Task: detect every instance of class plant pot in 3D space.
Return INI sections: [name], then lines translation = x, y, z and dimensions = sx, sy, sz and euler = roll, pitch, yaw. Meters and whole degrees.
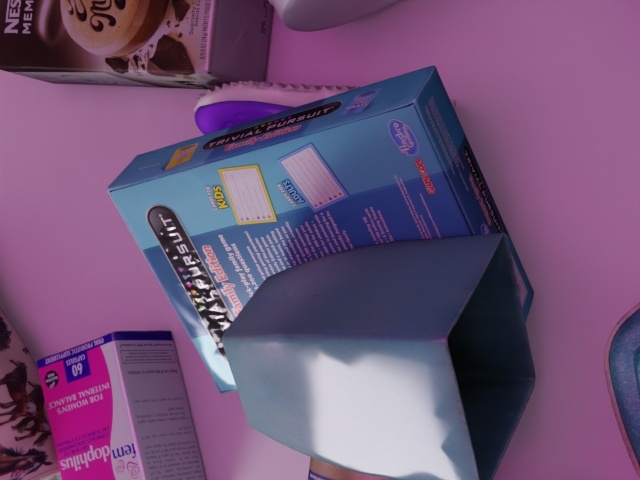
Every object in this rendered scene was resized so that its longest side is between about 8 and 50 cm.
[plant pot]
translation = 0.046, 0.104, 1.217
dimensions = 0.234, 0.165, 0.165
euler = 0, 121, 28

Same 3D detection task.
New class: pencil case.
[pencil case]
translation = -0.414, 0.153, 1.545
dimensions = 0.160, 0.183, 0.410
euler = -42, 68, 22

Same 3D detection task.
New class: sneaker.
[sneaker]
translation = -0.009, -0.083, 1.384
dimensions = 0.293, 0.102, 0.146
euler = 6, 93, 31

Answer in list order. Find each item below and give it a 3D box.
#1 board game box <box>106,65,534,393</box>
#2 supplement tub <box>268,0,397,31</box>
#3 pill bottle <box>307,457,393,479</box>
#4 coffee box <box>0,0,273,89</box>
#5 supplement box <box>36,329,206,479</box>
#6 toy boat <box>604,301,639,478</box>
[board game box]
translation = 0.000, 0.000, 1.311
dimensions = 0.336, 0.079, 0.253
euler = -13, 116, 28
[supplement tub]
translation = -0.015, -0.396, 1.323
dimensions = 0.241, 0.241, 0.331
euler = -30, 79, 24
[pill bottle]
translation = 0.054, 0.321, 1.285
dimensions = 0.153, 0.153, 0.264
euler = 6, 89, 30
[coffee box]
translation = -0.207, -0.257, 1.499
dimensions = 0.297, 0.119, 0.168
euler = 5, 89, 29
[supplement box]
translation = -0.207, 0.217, 1.465
dimensions = 0.111, 0.114, 0.220
euler = -21, 78, 25
[toy boat]
translation = 0.295, 0.192, 1.163
dimensions = 0.318, 0.148, 0.267
euler = -36, 70, 22
